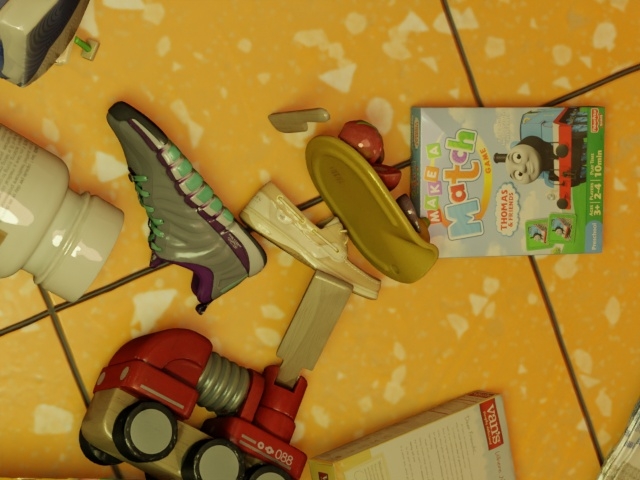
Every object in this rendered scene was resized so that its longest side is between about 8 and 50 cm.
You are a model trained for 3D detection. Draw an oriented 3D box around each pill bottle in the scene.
[{"bbox_3d":[-0.307,-0.039,1.438,0.229,0.131,0.131,31,86,-17],"label":"pill bottle"}]

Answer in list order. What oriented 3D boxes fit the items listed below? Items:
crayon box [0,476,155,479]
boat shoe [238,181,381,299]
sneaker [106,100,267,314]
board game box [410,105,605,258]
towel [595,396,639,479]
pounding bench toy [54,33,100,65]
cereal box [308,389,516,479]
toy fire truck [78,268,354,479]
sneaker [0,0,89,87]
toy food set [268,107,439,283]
[{"bbox_3d":[-0.271,0.306,1.394,0.278,0.081,0.165,4,52,-18],"label":"crayon box"},{"bbox_3d":[0.000,0.000,1.567,0.170,0.063,0.059,33,88,-18],"label":"boat shoe"},{"bbox_3d":[-0.152,-0.030,1.512,0.098,0.083,0.224,-41,105,-4],"label":"sneaker"},{"bbox_3d":[0.199,-0.063,1.632,0.211,0.039,0.160,-2,96,-15],"label":"board game box"},{"bbox_3d":[0.418,0.254,1.729,0.209,0.034,0.285,30,88,-19],"label":"towel"},{"bbox_3d":[-0.249,-0.196,1.474,0.083,0.065,0.052,15,91,-17],"label":"pounding bench toy"},{"bbox_3d":[0.105,0.271,1.591,0.240,0.047,0.173,-16,100,-37],"label":"cereal box"},{"bbox_3d":[-0.089,0.137,1.526,0.217,0.158,0.246,31,66,-22],"label":"toy fire truck"},{"bbox_3d":[-0.281,-0.297,1.406,0.182,0.127,0.316,23,58,-3],"label":"sneaker"},{"bbox_3d":[0.054,-0.063,1.550,0.071,0.128,0.218,-39,101,-23],"label":"toy food set"}]
